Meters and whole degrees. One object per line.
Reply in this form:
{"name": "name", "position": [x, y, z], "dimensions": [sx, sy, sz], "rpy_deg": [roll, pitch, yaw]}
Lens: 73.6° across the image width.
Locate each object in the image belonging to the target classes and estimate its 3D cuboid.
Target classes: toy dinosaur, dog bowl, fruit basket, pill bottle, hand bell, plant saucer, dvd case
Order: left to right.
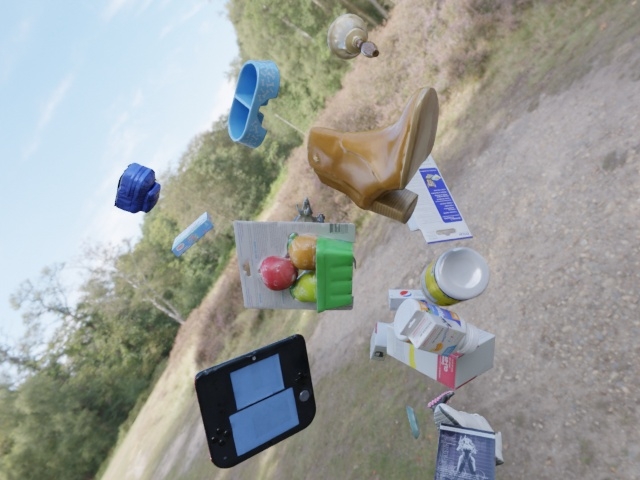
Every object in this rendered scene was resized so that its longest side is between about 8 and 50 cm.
{"name": "dog bowl", "position": [-0.231, -0.456, 1.430], "dimensions": [0.166, 0.074, 0.297], "rpy_deg": [46, 125, 39]}
{"name": "fruit basket", "position": [-0.072, 0.079, 1.305], "dimensions": [0.165, 0.354, 0.326], "rpy_deg": [-73, -16, -58]}
{"name": "toy dinosaur", "position": [0.000, 0.000, 1.483], "dimensions": [0.121, 0.313, 0.160], "rpy_deg": [-30, 9, 21]}
{"name": "hand bell", "position": [0.109, -0.540, 1.178], "dimensions": [0.126, 0.126, 0.242], "rpy_deg": [-54, 30, 21]}
{"name": "plant saucer", "position": [0.352, 0.680, 1.607], "dimensions": [0.021, 0.119, 0.119], "rpy_deg": [-17, 23, 11]}
{"name": "pill bottle", "position": [0.409, 0.310, 1.499], "dimensions": [0.152, 0.272, 0.152], "rpy_deg": [-161, 90, -75]}
{"name": "pill bottle", "position": [0.488, 0.150, 1.619], "dimensions": [0.187, 0.188, 0.334], "rpy_deg": [-61, -6, -13]}
{"name": "dvd case", "position": [0.428, 0.654, 1.265], "dimensions": [0.221, 0.165, 0.018], "rpy_deg": [-61, -34, -50]}

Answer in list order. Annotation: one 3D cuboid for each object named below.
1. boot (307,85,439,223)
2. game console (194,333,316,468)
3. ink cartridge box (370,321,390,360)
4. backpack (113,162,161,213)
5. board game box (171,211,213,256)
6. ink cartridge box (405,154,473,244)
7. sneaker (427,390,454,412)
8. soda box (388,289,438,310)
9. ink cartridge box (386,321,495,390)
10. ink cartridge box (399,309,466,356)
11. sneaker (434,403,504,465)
{"name": "boot", "position": [0.069, -0.153, 0.711], "dimensions": [0.104, 0.211, 0.295], "rpy_deg": [-52, -21, -25]}
{"name": "game console", "position": [-0.196, 0.519, 1.393], "dimensions": [0.060, 0.387, 0.341], "rpy_deg": [16, 116, 54]}
{"name": "ink cartridge box", "position": [0.295, 0.500, 2.116], "dimensions": [0.175, 0.073, 0.127], "rpy_deg": [94, -177, -52]}
{"name": "backpack", "position": [-0.482, -0.143, 1.144], "dimensions": [0.097, 0.101, 0.120], "rpy_deg": [-89, 20, -51]}
{"name": "board game box", "position": [-0.461, -0.027, 1.553], "dimensions": [0.160, 0.039, 0.211], "rpy_deg": [-42, 18, -5]}
{"name": "ink cartridge box", "position": [0.360, -0.139, 1.464], "dimensions": [0.069, 0.176, 0.370], "rpy_deg": [107, 150, -54]}
{"name": "sneaker", "position": [0.480, 0.633, 1.669], "dimensions": [0.119, 0.047, 0.057], "rpy_deg": [-39, 55, 10]}
{"name": "soda box", "position": [0.411, 0.264, 1.896], "dimensions": [0.074, 0.216, 0.069], "rpy_deg": [-84, -5, -65]}
{"name": "ink cartridge box", "position": [0.520, 0.461, 1.892], "dimensions": [0.385, 0.279, 0.160], "rpy_deg": [16, 114, 50]}
{"name": "ink cartridge box", "position": [0.349, 0.290, 1.330], "dimensions": [0.104, 0.182, 0.061], "rpy_deg": [-60, 30, 17]}
{"name": "sneaker", "position": [0.517, 0.660, 1.501], "dimensions": [0.111, 0.297, 0.129], "rpy_deg": [-42, 12, 44]}
